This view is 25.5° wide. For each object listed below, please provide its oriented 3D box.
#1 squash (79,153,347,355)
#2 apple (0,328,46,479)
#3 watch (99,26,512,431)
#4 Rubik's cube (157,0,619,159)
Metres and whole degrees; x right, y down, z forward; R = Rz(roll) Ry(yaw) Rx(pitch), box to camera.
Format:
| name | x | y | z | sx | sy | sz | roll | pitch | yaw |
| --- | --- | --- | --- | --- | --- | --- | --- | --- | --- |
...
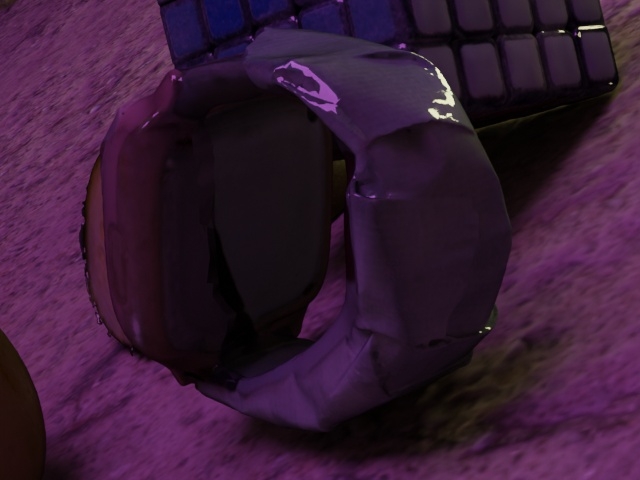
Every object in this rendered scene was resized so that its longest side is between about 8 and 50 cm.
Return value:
| name | x | y | z | sx | sy | sz | roll | pitch | yaw |
| --- | --- | --- | --- | --- | --- | --- | --- | --- | --- |
| squash | -0.056 | -0.012 | 1.205 | 0.260 | 0.189 | 0.189 | -6 | 4 | -31 |
| apple | -0.334 | 0.128 | 1.001 | 0.295 | 0.258 | 0.233 | -23 | 15 | 50 |
| watch | 0.000 | 0.000 | 0.824 | 0.162 | 0.253 | 0.241 | -24 | 38 | -35 |
| Rubik's cube | 0.039 | -0.187 | 1.025 | 0.237 | 0.237 | 0.238 | -15 | -1 | 44 |
